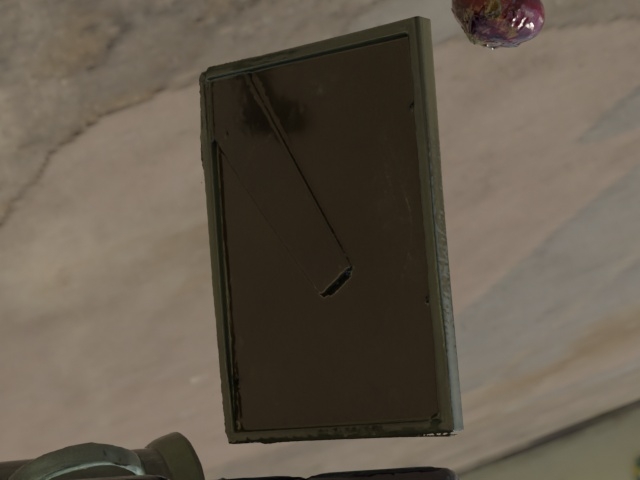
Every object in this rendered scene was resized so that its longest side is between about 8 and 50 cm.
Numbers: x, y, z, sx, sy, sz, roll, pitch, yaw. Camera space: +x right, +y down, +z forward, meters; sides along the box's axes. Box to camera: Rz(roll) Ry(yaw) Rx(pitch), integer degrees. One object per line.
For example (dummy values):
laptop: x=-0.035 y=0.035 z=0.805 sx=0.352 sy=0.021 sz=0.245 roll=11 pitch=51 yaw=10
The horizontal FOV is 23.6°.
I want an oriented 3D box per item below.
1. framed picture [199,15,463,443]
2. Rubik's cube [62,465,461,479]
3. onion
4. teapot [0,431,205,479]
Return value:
framed picture: x=0.000 y=0.000 z=0.981 sx=0.189 sy=0.260 sz=0.023 roll=-10 pitch=171 yaw=39
Rubik's cube: x=-0.057 y=0.326 z=0.957 sx=0.337 sy=0.343 sz=0.344 roll=-5 pitch=167 yaw=5
onion: x=0.196 y=-0.257 z=1.684 sx=0.107 sy=0.097 sz=0.107 roll=16 pitch=179 yaw=0
teapot: x=-0.312 y=0.329 z=1.829 sx=0.337 sy=0.200 sz=0.270 roll=-3 pitch=143 yaw=-26
